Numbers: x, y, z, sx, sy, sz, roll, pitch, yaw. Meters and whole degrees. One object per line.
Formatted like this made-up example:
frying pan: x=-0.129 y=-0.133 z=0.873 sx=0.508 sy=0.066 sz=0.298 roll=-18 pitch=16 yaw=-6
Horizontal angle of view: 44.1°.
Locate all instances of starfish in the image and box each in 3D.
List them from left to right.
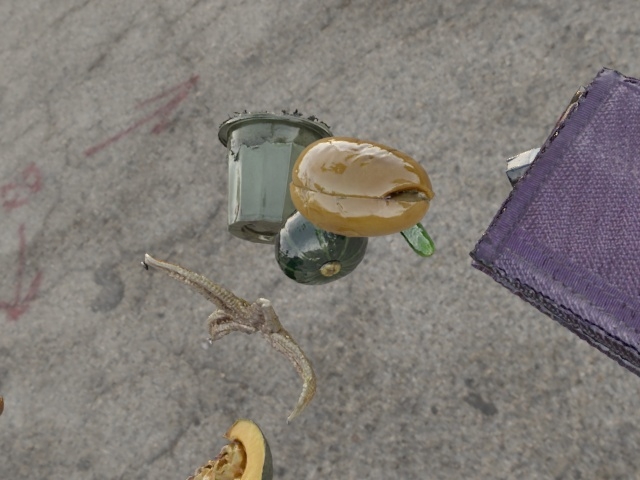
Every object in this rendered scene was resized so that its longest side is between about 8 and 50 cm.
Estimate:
starfish: x=-0.151 y=0.171 z=1.479 sx=0.132 sy=0.384 sz=0.398 roll=-48 pitch=53 yaw=-10

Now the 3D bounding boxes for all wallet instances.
wallet: x=0.158 y=0.008 z=0.324 sx=0.165 sy=0.030 sz=0.111 roll=34 pitch=88 yaw=16

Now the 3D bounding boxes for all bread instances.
bread: x=0.036 y=-0.060 z=0.902 sx=0.189 sy=0.077 sz=0.114 roll=11 pitch=98 yaw=39

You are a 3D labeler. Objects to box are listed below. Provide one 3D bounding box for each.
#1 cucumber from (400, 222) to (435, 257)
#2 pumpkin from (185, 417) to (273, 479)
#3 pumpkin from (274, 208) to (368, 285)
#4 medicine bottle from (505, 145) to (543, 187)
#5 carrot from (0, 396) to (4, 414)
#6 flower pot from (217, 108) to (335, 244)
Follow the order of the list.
cucumber: x=0.130 y=-0.025 z=1.172 sx=0.037 sy=0.037 sz=0.155 roll=-36 pitch=48 yaw=7
pumpkin: x=-0.156 y=0.425 z=1.232 sx=0.278 sy=0.111 sz=0.163 roll=-42 pitch=34 yaw=6
pumpkin: x=0.002 y=0.002 z=1.341 sx=0.167 sy=0.167 sz=0.125 roll=-20 pitch=55 yaw=22
medicine bottle: x=0.391 y=-0.068 z=1.291 sx=0.124 sy=0.079 sz=0.258 roll=-26 pitch=35 yaw=17
carrot: x=-0.580 y=0.292 z=1.231 sx=0.087 sy=0.193 sz=0.087 roll=2 pitch=98 yaw=18
flower pot: x=-0.113 y=-0.138 z=1.840 sx=0.290 sy=0.290 sz=0.259 roll=-5 pitch=69 yaw=31
